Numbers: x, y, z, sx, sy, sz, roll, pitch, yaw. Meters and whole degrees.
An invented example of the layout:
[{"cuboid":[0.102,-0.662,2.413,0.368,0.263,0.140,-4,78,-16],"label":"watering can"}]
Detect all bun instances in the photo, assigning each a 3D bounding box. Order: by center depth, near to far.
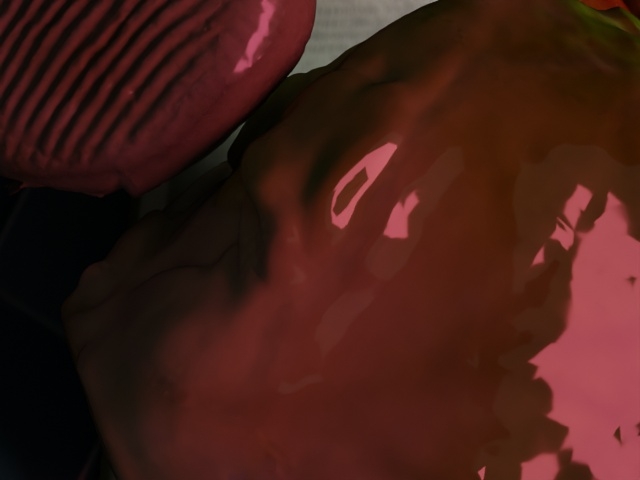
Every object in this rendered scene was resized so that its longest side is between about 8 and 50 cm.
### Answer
[{"cuboid":[-0.080,-0.098,0.737,0.113,0.173,0.166,10,62,-69],"label":"bun"}]

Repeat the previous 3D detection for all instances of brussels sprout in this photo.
[{"cuboid":[0.053,0.044,0.792,0.344,0.268,0.344,-4,102,-19],"label":"brussels sprout"}]

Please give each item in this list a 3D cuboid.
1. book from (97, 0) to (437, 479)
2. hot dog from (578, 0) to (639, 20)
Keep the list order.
[{"cuboid":[0.000,0.000,0.925,0.239,0.035,0.352,-5,109,-42],"label":"book"},{"cuboid":[0.215,-0.104,1.137,0.150,0.153,0.256,-48,136,-33],"label":"hot dog"}]
